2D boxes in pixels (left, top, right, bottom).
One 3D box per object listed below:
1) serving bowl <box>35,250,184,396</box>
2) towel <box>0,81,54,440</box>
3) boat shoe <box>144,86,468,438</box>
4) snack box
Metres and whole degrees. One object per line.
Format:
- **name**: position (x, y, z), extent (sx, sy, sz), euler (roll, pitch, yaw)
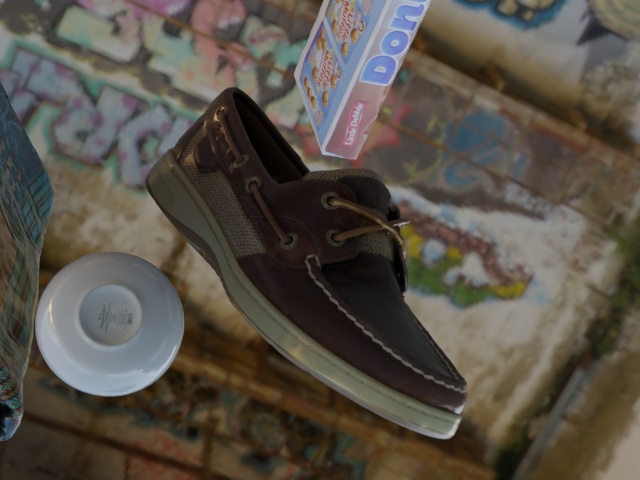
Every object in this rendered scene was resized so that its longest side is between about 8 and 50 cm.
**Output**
- **serving bowl**: position (-0.117, 0.044, 0.719), extent (0.083, 0.083, 0.027), euler (26, 163, -4)
- **towel**: position (-0.245, -0.068, 0.876), extent (0.040, 0.271, 0.370), euler (-19, -155, -2)
- **boat shoe**: position (0.000, 0.000, 0.915), extent (0.123, 0.123, 0.342), euler (25, -165, -46)
- **snack box**: position (0.031, -0.124, 0.584), extent (0.022, 0.178, 0.064), euler (5, -138, -24)
